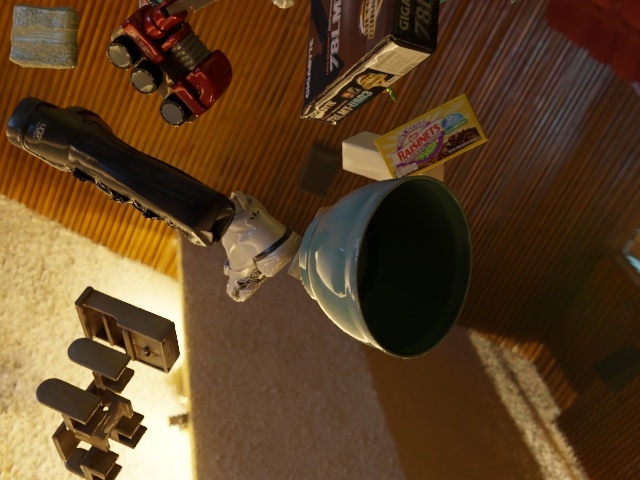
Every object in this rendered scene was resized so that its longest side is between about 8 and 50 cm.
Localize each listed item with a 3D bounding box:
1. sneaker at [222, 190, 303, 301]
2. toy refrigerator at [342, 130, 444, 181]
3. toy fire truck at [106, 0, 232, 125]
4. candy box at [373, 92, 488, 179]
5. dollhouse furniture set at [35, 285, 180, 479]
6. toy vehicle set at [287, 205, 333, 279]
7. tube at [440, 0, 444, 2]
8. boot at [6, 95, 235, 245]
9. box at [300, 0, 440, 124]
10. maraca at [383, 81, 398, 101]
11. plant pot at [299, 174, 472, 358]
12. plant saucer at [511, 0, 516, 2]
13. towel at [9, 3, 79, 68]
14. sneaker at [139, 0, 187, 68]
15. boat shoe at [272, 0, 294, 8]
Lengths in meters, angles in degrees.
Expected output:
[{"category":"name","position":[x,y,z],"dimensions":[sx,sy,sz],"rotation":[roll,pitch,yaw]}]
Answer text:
[{"category":"sneaker","position":[-0.188,0.009,2.060],"dimensions":[0.210,0.366,0.137],"rotation":[47,-121,-2]},{"category":"toy refrigerator","position":[0.193,-0.210,2.288],"dimensions":[0.269,0.094,0.102],"rotation":[21,-144,37]},{"category":"toy fire truck","position":[-0.231,-0.368,1.564],"dimensions":[0.217,0.246,0.158],"rotation":[48,-138,-16]},{"category":"candy box","position":[0.219,-0.201,1.696],"dimensions":[0.105,0.205,0.027],"rotation":[65,-162,3]},{"category":"dollhouse furniture set","position":[-0.351,0.214,1.313],"dimensions":[0.160,0.212,0.242],"rotation":[20,-129,14]},{"category":"toy vehicle set","position":[0.000,0.000,2.011],"dimensions":[0.035,0.166,0.267],"rotation":[28,-172,8]},{"category":"tube","position":[0.175,-0.406,1.352],"dimensions":[0.207,0.052,0.080],"rotation":[-26,-101,-42]},{"category":"boot","position":[-0.373,-0.139,1.774],"dimensions":[0.445,0.146,0.367],"rotation":[24,-173,9]},{"category":"box","position":[0.066,-0.342,1.167],"dimensions":[0.073,0.296,0.293],"rotation":[11,166,-23]},{"category":"maraca","position":[0.160,-0.434,2.211],"dimensions":[0.185,0.099,0.127],"rotation":[45,-157,-62]},{"category":"plant pot","position":[0.089,0.036,1.418],"dimensions":[0.196,0.293,0.293],"rotation":[6,-176,45]},{"category":"plant saucer","position":[0.397,-0.467,1.414],"dimensions":[0.067,0.192,0.018],"rotation":[-30,-97,-45]},{"category":"towel","position":[-0.478,-0.350,1.465],"dimensions":[0.148,0.110,0.027],"rotation":[10,-166,24]},{"category":"sneaker","position":[-0.351,-0.536,1.966],"dimensions":[0.123,0.178,0.296],"rotation":[-8,-116,-21]},{"category":"boat shoe","position":[-0.134,-0.560,1.612],"dimensions":[0.088,0.268,0.096],"rotation":[-25,-169,-10]}]
